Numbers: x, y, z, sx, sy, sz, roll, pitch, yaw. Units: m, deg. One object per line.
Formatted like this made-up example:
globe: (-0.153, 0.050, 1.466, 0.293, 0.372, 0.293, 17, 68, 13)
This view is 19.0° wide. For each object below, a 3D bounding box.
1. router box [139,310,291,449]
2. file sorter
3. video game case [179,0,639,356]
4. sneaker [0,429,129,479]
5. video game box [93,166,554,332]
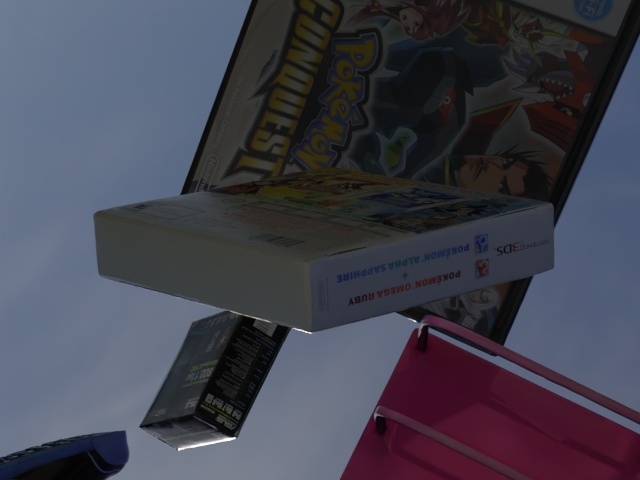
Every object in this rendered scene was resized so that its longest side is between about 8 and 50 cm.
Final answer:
router box: (-0.077, 0.098, 1.364, 0.122, 0.038, 0.092, -24, -142, 64)
file sorter: (0.090, 0.219, 1.275, 0.290, 0.202, 0.182, -63, 172, -8)
video game case: (0.059, -0.092, 1.288, 0.035, 0.248, 0.275, -47, 159, -71)
sneaker: (-0.240, 0.214, 1.455, 0.232, 0.090, 0.081, -18, -178, -34)
video game box: (0.000, 0.000, 1.116, 0.187, 0.048, 0.205, -15, -163, -37)
